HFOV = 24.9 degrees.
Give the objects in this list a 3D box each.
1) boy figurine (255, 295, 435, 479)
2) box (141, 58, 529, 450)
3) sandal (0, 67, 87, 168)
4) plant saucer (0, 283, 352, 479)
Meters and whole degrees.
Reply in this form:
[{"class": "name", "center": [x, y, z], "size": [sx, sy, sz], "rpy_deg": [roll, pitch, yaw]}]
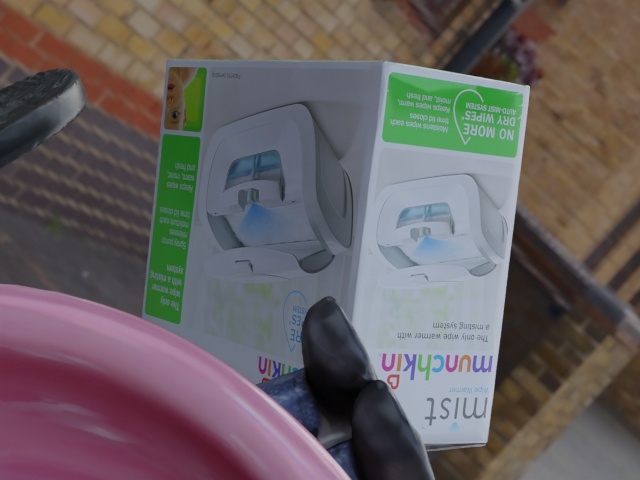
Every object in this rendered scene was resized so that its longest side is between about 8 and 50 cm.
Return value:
[{"class": "boy figurine", "center": [-0.100, 0.124, 0.560], "size": [0.092, 0.285, 0.177], "rpy_deg": [71, -6, -48]}, {"class": "box", "center": [0.000, 0.000, 0.967], "size": [0.127, 0.231, 0.262], "rpy_deg": [5, 4, -35]}, {"class": "sandal", "center": [-0.344, -0.048, 0.971], "size": [0.168, 0.446, 0.107], "rpy_deg": [3, -63, 49]}, {"class": "plant saucer", "center": [-0.114, 0.179, 0.413], "size": [0.332, 0.332, 0.084], "rpy_deg": [44, -7, 23]}]
